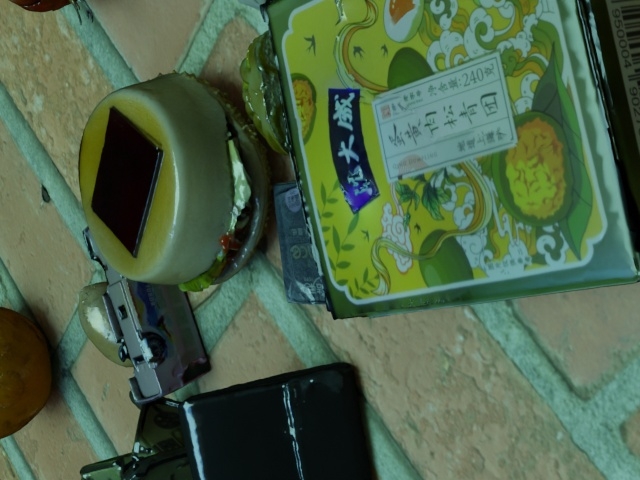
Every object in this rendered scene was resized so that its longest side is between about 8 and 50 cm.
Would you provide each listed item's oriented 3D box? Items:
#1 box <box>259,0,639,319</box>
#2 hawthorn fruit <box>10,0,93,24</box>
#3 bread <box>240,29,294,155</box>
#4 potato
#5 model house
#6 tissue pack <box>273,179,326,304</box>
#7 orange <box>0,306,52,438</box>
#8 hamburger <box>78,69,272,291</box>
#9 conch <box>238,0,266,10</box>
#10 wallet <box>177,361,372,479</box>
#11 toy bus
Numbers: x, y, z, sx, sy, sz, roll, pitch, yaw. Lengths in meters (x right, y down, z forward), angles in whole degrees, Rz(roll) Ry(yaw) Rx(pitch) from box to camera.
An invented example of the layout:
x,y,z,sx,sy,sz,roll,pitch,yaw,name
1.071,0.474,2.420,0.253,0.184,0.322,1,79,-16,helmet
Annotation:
x,y,z,sx,sy,sz,roll,pitch,yaw,name
0.147,-0.126,1.134,0.420,0.138,0.373,-11,92,48,box
-0.401,-0.422,1.607,0.299,0.211,0.211,49,132,14,hawthorn fruit
-0.059,-0.184,1.393,0.094,0.083,0.157,13,111,57,bread
-0.310,0.128,1.725,0.147,0.112,0.112,54,135,5,potato
-0.271,0.322,1.661,0.278,0.218,0.205,33,122,42,model house
0.000,0.000,1.392,0.112,0.051,0.156,-2,99,46,tissue pack
-0.585,0.229,1.961,0.240,0.240,0.240,15,111,44,orange
-0.194,-0.076,1.495,0.302,0.170,0.302,10,104,47,hamburger
-0.063,-0.350,1.362,0.104,0.094,0.176,119,151,-52,conch
-0.034,0.373,1.418,0.062,0.228,0.406,-155,54,-80,wallet
-0.256,0.094,1.646,0.090,0.112,0.274,-23,83,47,toy bus
